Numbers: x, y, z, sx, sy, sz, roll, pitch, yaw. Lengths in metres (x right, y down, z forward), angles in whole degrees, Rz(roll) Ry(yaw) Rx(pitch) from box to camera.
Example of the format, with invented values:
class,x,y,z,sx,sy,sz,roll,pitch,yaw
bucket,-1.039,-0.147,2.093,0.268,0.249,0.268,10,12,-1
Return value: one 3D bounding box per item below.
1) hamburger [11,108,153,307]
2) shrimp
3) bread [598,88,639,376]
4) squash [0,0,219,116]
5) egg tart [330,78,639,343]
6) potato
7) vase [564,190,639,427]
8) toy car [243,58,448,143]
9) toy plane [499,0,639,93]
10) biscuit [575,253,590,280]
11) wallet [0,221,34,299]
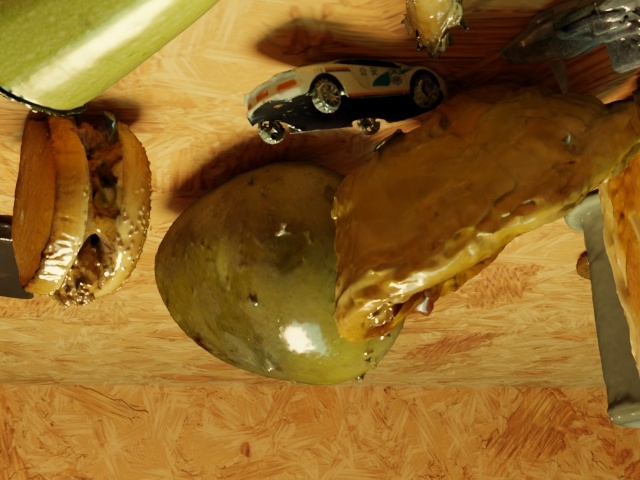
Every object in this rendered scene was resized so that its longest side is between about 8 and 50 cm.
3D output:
class,x,y,z,sx,sy,sz,roll,pitch,yaw
hamburger,-0.235,-0.025,0.995,0.117,0.191,0.182,6,143,-24
shrimp,0.121,-0.190,0.756,0.124,0.034,0.178,-9,159,4
bread,0.439,0.014,0.881,0.279,0.390,0.371,-10,164,-8
squash,-0.120,-0.163,0.657,0.287,0.137,0.137,-14,160,29
egg tart,0.131,-0.046,0.909,0.351,0.153,0.339,-36,177,-21
potato,-0.049,0.047,1.182,0.270,0.219,0.359,53,150,-15
vase,0.443,0.090,1.300,0.244,0.291,0.245,-1,166,0
toy car,0.026,-0.128,0.902,0.204,0.056,0.095,-10,172,-39
toy plane,0.229,-0.160,0.758,0.212,0.088,0.267,-20,177,-32
biscuit,0.491,0.031,1.567,0.187,0.027,0.188,-1,163,0
wallet,-0.488,0.026,1.424,0.165,0.042,0.309,3,162,-11
